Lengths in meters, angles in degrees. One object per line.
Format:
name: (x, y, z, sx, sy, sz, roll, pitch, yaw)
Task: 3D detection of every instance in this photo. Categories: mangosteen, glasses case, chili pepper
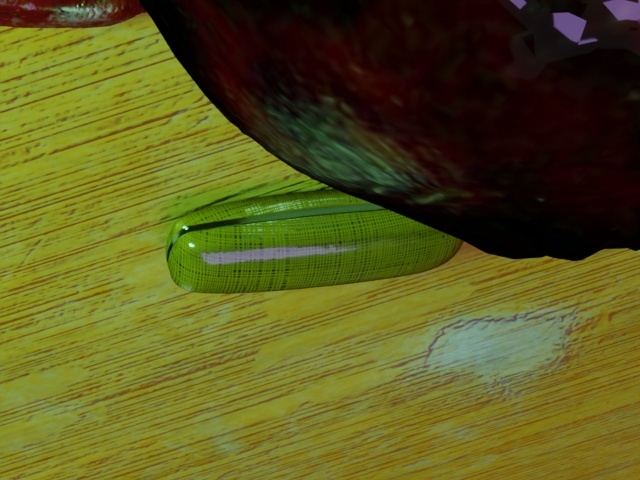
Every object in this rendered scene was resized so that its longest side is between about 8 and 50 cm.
mangosteen: (0.092, -0.197, 0.559, 0.381, 0.421, 0.381, -5, 152, -2)
glasses case: (0.000, 0.000, 1.064, 0.234, 0.064, 0.079, -6, 150, -16)
chili pepper: (-0.216, -0.148, 0.794, 0.268, 0.050, 0.059, 8, 122, -31)
